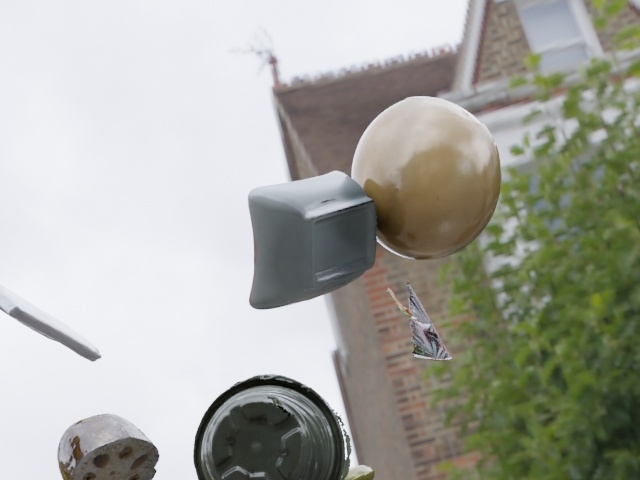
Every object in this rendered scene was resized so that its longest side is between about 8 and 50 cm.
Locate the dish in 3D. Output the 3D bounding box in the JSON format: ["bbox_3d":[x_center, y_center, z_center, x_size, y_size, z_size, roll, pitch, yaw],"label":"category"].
[{"bbox_3d":[0.000,0.000,1.616,0.077,0.151,0.212,6,12,32],"label":"dish"}]

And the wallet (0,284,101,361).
[{"bbox_3d":[-0.411,0.121,1.930,0.183,0.124,0.032,40,-99,-42],"label":"wallet"}]

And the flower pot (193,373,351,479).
[{"bbox_3d":[-0.079,0.300,1.873,0.235,0.235,0.140,-15,-14,1],"label":"flower pot"}]

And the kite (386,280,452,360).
[{"bbox_3d":[0.149,0.126,1.948,0.010,0.190,0.159,-37,-64,21],"label":"kite"}]

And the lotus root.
[{"bbox_3d":[-0.281,0.283,1.727,0.122,0.081,0.112,13,-61,-37],"label":"lotus root"}]

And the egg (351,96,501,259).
[{"bbox_3d":[0.139,-0.076,1.743,0.201,0.244,0.201,5,-54,7],"label":"egg"}]

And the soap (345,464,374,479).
[{"bbox_3d":[0.035,0.453,2.413,0.140,0.045,0.089,-33,-7,18],"label":"soap"}]
